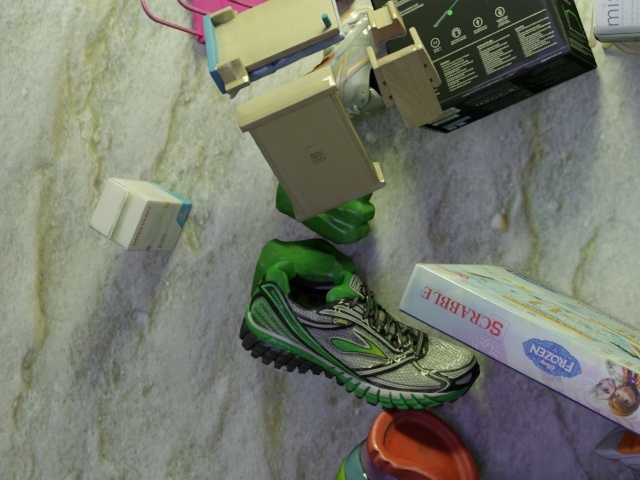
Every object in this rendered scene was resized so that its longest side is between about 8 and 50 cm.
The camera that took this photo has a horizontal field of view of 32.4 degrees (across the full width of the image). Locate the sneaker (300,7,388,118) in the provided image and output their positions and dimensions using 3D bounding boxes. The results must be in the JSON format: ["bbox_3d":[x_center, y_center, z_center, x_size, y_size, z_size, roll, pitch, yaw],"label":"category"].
[{"bbox_3d":[0.032,-0.212,1.650,0.121,0.099,0.262,41,108,19],"label":"sneaker"}]

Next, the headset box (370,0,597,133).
[{"bbox_3d":[0.211,-0.328,1.533,0.246,0.131,0.283,-23,78,27],"label":"headset box"}]

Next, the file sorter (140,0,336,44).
[{"bbox_3d":[-0.126,-0.451,1.691,0.290,0.182,0.202,-12,83,27],"label":"file sorter"}]

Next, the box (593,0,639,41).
[{"bbox_3d":[0.457,-0.384,1.369,0.231,0.127,0.262,-1,95,19],"label":"box"}]

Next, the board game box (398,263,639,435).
[{"bbox_3d":[0.301,0.122,1.365,0.318,0.318,0.066,27,102,27],"label":"board game box"}]

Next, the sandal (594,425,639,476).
[{"bbox_3d":[0.463,0.264,1.372,0.265,0.102,0.076,-18,98,46],"label":"sandal"}]

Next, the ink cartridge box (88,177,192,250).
[{"bbox_3d":[-0.297,-0.042,1.791,0.090,0.143,0.092,29,102,26],"label":"ink cartridge box"}]

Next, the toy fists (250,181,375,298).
[{"bbox_3d":[0.000,0.000,1.653,0.142,0.096,0.279,22,103,26],"label":"toy fists"}]

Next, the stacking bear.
[{"bbox_3d":[0.077,0.385,1.571,0.175,0.164,0.289,30,117,-8],"label":"stacking bear"}]

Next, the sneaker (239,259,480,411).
[{"bbox_3d":[0.059,0.133,1.547,0.343,0.134,0.146,17,115,4],"label":"sneaker"}]

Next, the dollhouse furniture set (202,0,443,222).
[{"bbox_3d":[0.011,-0.232,1.563,0.286,0.198,0.303,-22,46,9],"label":"dollhouse furniture set"}]

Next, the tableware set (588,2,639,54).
[{"bbox_3d":[0.430,-0.344,1.470,0.128,0.039,0.194,7,97,17],"label":"tableware set"}]
